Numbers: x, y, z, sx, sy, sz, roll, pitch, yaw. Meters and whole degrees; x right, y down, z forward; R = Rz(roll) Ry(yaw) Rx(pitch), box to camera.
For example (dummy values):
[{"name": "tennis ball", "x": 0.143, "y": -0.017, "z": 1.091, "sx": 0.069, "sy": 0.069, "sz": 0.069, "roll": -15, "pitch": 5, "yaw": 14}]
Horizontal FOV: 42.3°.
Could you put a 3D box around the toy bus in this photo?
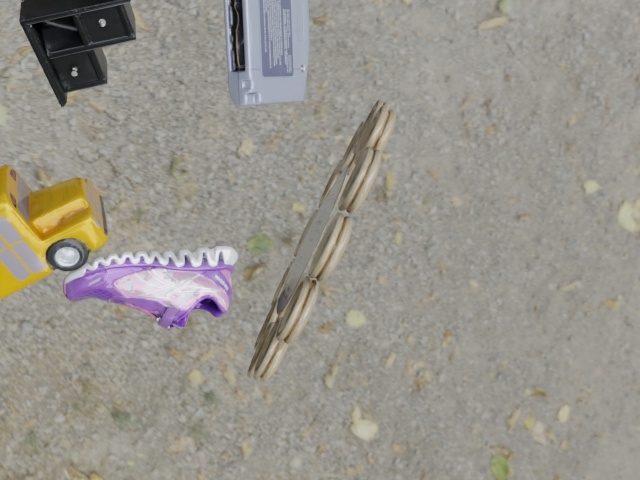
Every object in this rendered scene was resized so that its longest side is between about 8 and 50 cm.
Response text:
[{"name": "toy bus", "x": -0.436, "y": 0.014, "z": 1.021, "sx": 0.333, "sy": 0.108, "sz": 0.130, "roll": -27, "pitch": 128, "yaw": 1}]

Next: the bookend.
[{"name": "bookend", "x": -0.333, "y": -0.292, "z": 1.208, "sx": 0.156, "sy": 0.072, "sz": 0.157, "roll": -12, "pitch": 140, "yaw": -1}]

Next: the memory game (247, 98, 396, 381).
[{"name": "memory game", "x": 0.000, "y": 0.000, "z": 0.491, "sx": 0.012, "sy": 0.186, "sz": 0.186, "roll": 26, "pitch": 84, "yaw": -6}]

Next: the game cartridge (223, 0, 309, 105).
[{"name": "game cartridge", "x": -0.089, "y": -0.384, "z": 1.430, "sx": 0.196, "sy": 0.060, "sz": 0.294, "roll": -16, "pitch": 108, "yaw": -53}]

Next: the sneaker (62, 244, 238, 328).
[{"name": "sneaker", "x": -0.217, "y": 0.068, "z": 1.097, "sx": 0.236, "sy": 0.095, "sz": 0.104, "roll": -4, "pitch": 79, "yaw": -25}]
